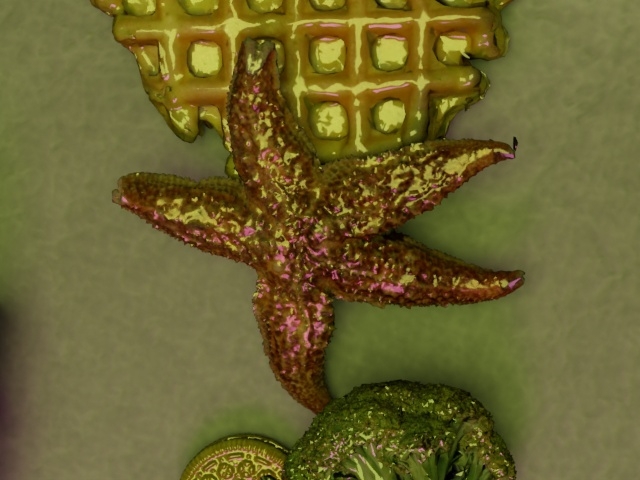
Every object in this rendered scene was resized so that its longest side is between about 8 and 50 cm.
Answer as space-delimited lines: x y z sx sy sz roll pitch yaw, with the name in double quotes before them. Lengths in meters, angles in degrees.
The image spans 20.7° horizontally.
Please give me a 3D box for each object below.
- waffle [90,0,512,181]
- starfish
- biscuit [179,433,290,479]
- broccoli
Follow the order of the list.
"waffle" -0.006 -0.155 1.010 0.245 0.052 0.254 -43 87 7
"starfish" 0.000 0.001 0.989 0.227 0.043 0.240 -1 117 9
"biscuit" -0.045 0.158 1.048 0.084 0.023 0.084 1 96 7
"broccoli" 0.044 0.136 0.987 0.130 0.131 0.120 -28 52 7
